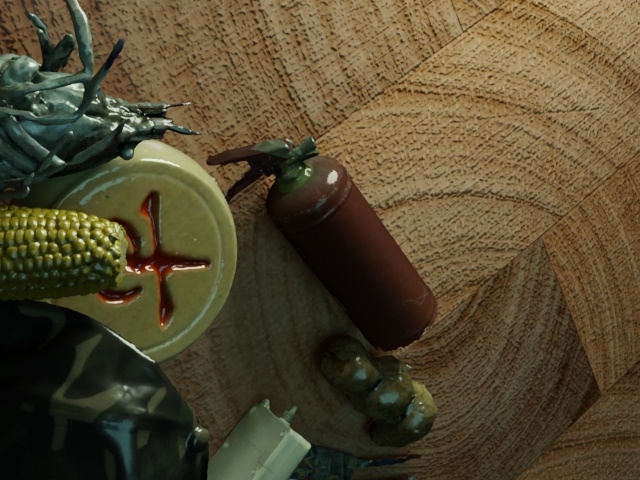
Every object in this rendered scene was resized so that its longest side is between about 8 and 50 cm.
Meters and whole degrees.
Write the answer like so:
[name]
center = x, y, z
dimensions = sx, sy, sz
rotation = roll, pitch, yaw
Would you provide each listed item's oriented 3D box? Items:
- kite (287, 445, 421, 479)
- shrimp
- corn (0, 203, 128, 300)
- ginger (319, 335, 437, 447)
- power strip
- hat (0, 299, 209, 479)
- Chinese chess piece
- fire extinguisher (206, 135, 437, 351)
[kite]
center = 0.031, 0.332, 1.251
dimensions = 0.245, 0.015, 0.141
rotation = 4, 103, -29
[shrimp]
center = -0.319, -0.112, 0.820
dimensions = 0.410, 0.221, 0.166
rotation = -12, 147, -6
[corn]
center = -0.305, 0.009, 0.821
dimensions = 0.260, 0.091, 0.091
rotation = 1, 99, -3
[ginger]
center = 0.076, 0.196, 1.202
dimensions = 0.104, 0.080, 0.204
rotation = -39, 124, 1
[power strip]
center = -0.141, 0.343, 1.093
dimensions = 0.043, 0.106, 0.367
rotation = 44, 80, -31
[hat]
center = -0.306, 0.272, 0.869
dimensions = 0.381, 0.257, 0.366
rotation = -45, 123, -26
[Chinese chess piece]
center = -0.206, 0.016, 0.966
dimensions = 0.250, 0.097, 0.251
rotation = -10, 109, -30
[fire extinguisher]
center = 0.000, 0.000, 1.095
dimensions = 0.147, 0.106, 0.337
rotation = -35, 120, 6
